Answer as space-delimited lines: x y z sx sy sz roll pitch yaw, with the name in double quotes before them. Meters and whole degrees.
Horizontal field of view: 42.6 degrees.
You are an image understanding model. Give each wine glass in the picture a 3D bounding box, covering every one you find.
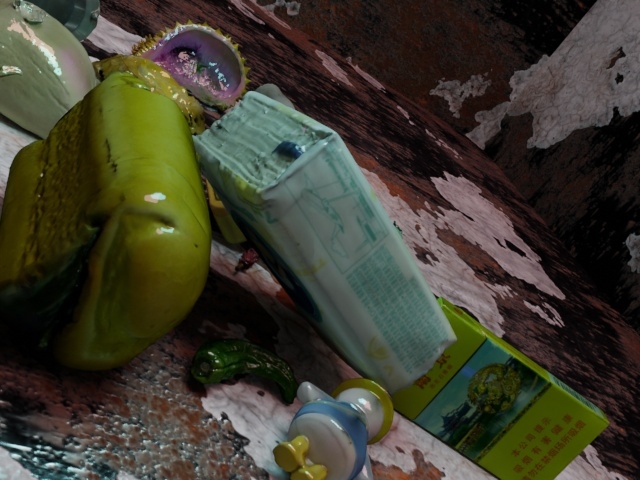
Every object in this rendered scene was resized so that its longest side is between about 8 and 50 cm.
"wine glass" -0.101 -0.296 1.971 0.093 0.093 0.202 21 27 -39

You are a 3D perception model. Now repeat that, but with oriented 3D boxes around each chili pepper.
"chili pepper" -0.100 0.166 1.067 0.182 0.050 0.073 21 19 -45

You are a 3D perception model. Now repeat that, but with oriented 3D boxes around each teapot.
"teapot" -0.537 -0.449 1.505 0.203 0.171 0.225 12 6 18

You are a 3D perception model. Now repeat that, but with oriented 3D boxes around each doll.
"doll" 0.028 0.243 1.051 0.135 0.099 0.241 25 15 17

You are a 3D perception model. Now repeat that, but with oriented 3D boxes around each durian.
"durian" -0.279 -0.408 1.841 0.260 0.186 0.154 39 22 -40

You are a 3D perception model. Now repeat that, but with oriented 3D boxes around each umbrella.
"umbrella" -0.113 0.024 1.379 0.027 0.025 0.165 17 17 7

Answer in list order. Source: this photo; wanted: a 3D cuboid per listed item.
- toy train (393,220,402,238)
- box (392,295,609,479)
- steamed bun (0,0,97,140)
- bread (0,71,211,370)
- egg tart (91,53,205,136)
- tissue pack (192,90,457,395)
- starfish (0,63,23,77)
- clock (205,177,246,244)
"toy train" -0.003 -0.044 1.549 0.237 0.150 0.369 3 40 -45
"box" 0.263 0.252 1.291 0.335 0.187 0.047 35 18 -9
"steamed bun" -0.441 -0.274 1.260 0.238 0.152 0.170 37 23 -21
"bread" -0.243 -0.020 0.962 0.208 0.251 0.376 46 12 -30
"egg tart" -0.322 -0.270 1.548 0.279 0.095 0.279 31 22 -14
"tissue pack" 0.000 0.000 1.156 0.388 0.162 0.287 57 -10 -32
"starfish" -0.568 -0.249 1.039 0.358 0.078 0.347 24 51 -32
"clock" -0.086 -0.086 1.393 0.143 0.202 0.096 -109 -179 -57
